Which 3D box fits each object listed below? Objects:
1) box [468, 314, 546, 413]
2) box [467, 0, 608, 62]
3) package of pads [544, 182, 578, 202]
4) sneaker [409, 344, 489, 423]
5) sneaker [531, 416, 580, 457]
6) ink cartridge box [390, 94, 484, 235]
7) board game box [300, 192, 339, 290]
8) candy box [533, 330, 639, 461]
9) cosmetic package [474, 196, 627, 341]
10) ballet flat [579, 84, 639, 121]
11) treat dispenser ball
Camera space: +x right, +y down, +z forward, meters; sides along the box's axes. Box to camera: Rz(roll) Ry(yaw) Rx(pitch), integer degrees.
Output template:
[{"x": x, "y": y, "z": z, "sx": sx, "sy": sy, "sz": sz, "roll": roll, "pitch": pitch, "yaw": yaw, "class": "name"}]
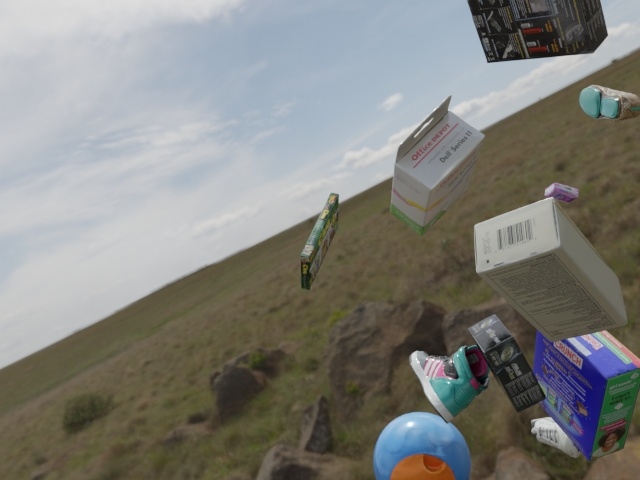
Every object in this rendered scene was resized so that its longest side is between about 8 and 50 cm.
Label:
[{"x": 0.436, "y": 0.286, "z": 1.576, "sx": 0.077, "sy": 0.180, "sz": 0.147, "roll": -30, "pitch": 13, "yaw": 5, "class": "box"}, {"x": 0.393, "y": -0.502, "z": 1.293, "sx": 0.242, "sy": 0.307, "sz": 0.076, "roll": 10, "pitch": 48, "yaw": 48, "class": "box"}, {"x": 0.704, "y": -0.139, "z": 1.960, "sx": 0.083, "sy": 0.032, "sz": 0.050, "roll": 14, "pitch": -22, "yaw": -12, "class": "package of pads"}, {"x": 0.342, "y": 0.332, "z": 1.743, "sx": 0.178, "sy": 0.124, "sz": 0.295, "roll": -37, "pitch": 19, "yaw": 6, "class": "sneaker"}, {"x": 0.744, "y": 0.616, "z": 2.122, "sx": 0.118, "sy": 0.110, "sz": 0.292, "roll": 3, "pitch": -7, "yaw": 6, "class": "sneaker"}, {"x": 0.288, "y": -0.177, "z": 1.675, "sx": 0.207, "sy": 0.119, "sz": 0.353, "roll": -45, "pitch": -19, "yaw": -13, "class": "ink cartridge box"}, {"x": 0.000, "y": 0.000, "z": 1.850, "sx": 0.030, "sy": 0.136, "sz": 0.259, "roll": 12, "pitch": 47, "yaw": 14, "class": "board game box"}, {"x": 0.689, "y": 0.369, "z": 1.771, "sx": 0.122, "sy": 0.317, "sz": 0.268, "roll": -18, "pitch": 37, "yaw": -13, "class": "candy box"}, {"x": 0.432, "y": 0.066, "z": 1.252, "sx": 0.160, "sy": 0.309, "sz": 0.113, "roll": -21, "pitch": 48, "yaw": 33, "class": "cosmetic package"}, {"x": 0.617, "y": -0.288, "z": 1.422, "sx": 0.067, "sy": 0.073, "sz": 0.206, "roll": -1, "pitch": 22, "yaw": -1, "class": "ballet flat"}, {"x": 0.300, "y": 0.656, "z": 1.990, "sx": 0.288, "sy": 0.288, "sz": 0.288, "roll": -26, "pitch": 1, "yaw": 0, "class": "treat dispenser ball"}]
